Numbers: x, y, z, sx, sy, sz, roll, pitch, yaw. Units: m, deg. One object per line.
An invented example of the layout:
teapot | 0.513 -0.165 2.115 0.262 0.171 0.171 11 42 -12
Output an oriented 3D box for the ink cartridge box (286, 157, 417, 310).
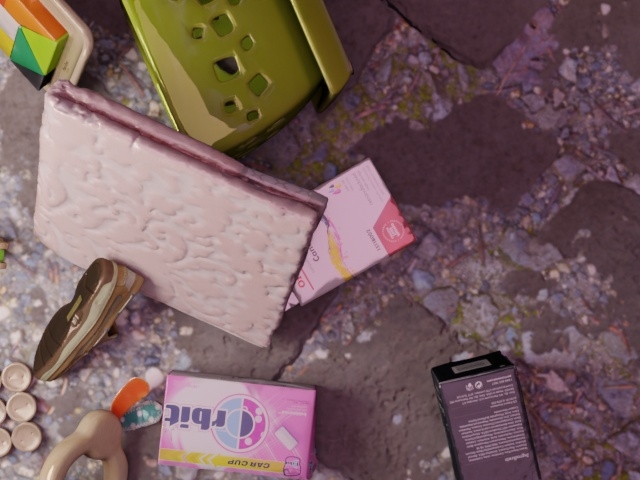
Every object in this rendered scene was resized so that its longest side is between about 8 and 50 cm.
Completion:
ink cartridge box | 0.000 0.000 1.798 0.198 0.067 0.115 -31 91 1

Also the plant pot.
plant pot | -0.093 -0.216 1.724 0.207 0.227 0.228 -23 90 -5

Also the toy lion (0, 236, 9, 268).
toy lion | -0.420 0.010 1.789 0.096 0.100 0.034 6 93 -19

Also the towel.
towel | -0.166 -0.023 1.682 0.317 0.332 0.053 24 60 0

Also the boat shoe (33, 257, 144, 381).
boat shoe | -0.270 0.104 1.786 0.072 0.068 0.190 19 127 -31

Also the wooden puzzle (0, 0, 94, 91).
wooden puzzle | -0.353 -0.263 1.725 0.044 0.221 0.238 -37 89 -23

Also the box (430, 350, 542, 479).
box | 0.191 0.220 1.756 0.093 0.156 0.158 -14 91 1

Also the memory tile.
memory tile | -0.413 0.210 1.832 0.148 0.012 0.113 -11 91 1

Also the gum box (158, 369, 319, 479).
gum box | -0.092 0.218 1.805 0.188 0.062 0.107 6 91 0

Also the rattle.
rattle | -0.292 0.250 1.824 0.130 0.143 0.199 28 74 -32
